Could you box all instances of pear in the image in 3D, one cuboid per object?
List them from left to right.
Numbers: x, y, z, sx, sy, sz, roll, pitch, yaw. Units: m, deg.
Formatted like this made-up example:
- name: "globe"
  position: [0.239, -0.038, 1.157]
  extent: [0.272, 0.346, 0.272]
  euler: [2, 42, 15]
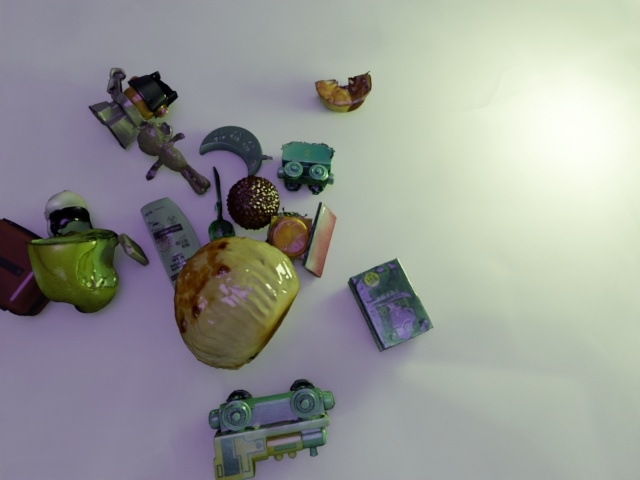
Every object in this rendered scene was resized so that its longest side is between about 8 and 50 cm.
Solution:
- name: "pear"
  position: [-0.722, 0.103, 1.374]
  extent: [0.164, 0.238, 0.255]
  euler: [6, 100, 18]

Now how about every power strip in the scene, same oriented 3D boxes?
- name: "power strip"
  position: [-0.595, 0.030, 1.461]
  extent: [0.028, 0.169, 0.076]
  euler: [-31, 75, -10]
- name: "power strip"
  position: [-0.297, -0.327, 1.662]
  extent: [0.253, 0.054, 0.167]
  euler: [25, 72, 6]

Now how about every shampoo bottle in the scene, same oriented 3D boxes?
- name: "shampoo bottle"
  position: [-0.466, 0.028, 1.519]
  extent: [0.134, 0.078, 0.359]
  euler: [-25, 74, -14]

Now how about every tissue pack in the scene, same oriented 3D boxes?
- name: "tissue pack"
  position: [0.225, 0.208, 1.501]
  extent: [0.185, 0.081, 0.257]
  euler: [-22, 73, -10]

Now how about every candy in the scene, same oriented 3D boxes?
- name: "candy"
  position: [-0.351, -0.124, 1.589]
  extent: [0.097, 0.097, 0.323]
  euler: [-8, 64, -6]

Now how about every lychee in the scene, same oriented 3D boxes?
- name: "lychee"
  position: [-0.231, -0.130, 1.529]
  extent: [0.188, 0.188, 0.188]
  euler: [1, 71, -3]

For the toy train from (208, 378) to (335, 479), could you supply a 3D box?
- name: "toy train"
  position: [-0.132, 0.545, 1.337]
  extent: [0.369, 0.150, 0.237]
  euler: [-8, 80, -6]

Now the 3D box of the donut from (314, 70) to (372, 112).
- name: "donut"
  position: [0.090, -0.551, 1.747]
  extent: [0.217, 0.085, 0.141]
  euler: [-7, 72, -5]

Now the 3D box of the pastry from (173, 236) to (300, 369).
- name: "pastry"
  position: [-0.254, 0.167, 1.334]
  extent: [0.313, 0.388, 0.388]
  euler: [36, 73, 8]

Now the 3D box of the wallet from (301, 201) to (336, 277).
- name: "wallet"
  position: [0.000, 0.000, 1.543]
  extent: [0.025, 0.119, 0.232]
  euler: [3, 68, 31]

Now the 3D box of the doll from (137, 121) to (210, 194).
- name: "doll"
  position: [-0.507, -0.289, 1.594]
  extent: [0.286, 0.202, 0.091]
  euler: [20, 31, 12]

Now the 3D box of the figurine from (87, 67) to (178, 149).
- name: "figurine"
  position: [-0.652, -0.482, 1.644]
  extent: [0.308, 0.143, 0.308]
  euler: [-5, 102, -23]

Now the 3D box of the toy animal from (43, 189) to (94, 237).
- name: "toy animal"
  position: [-0.823, -0.066, 1.497]
  extent: [0.138, 0.166, 0.179]
  euler: [-19, 60, -33]

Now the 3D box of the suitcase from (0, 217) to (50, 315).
- name: "suitcase"
  position: [-0.960, 0.078, 1.426]
  extent: [0.297, 0.161, 0.236]
  euler: [27, 71, 6]

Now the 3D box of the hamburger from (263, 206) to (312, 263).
- name: "hamburger"
  position: [-0.105, -0.008, 1.536]
  extent: [0.164, 0.093, 0.189]
  euler: [15, 86, -12]

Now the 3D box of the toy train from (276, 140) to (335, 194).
- name: "toy train"
  position: [-0.049, -0.260, 1.629]
  extent: [0.203, 0.112, 0.163]
  euler: [7, 65, -2]
